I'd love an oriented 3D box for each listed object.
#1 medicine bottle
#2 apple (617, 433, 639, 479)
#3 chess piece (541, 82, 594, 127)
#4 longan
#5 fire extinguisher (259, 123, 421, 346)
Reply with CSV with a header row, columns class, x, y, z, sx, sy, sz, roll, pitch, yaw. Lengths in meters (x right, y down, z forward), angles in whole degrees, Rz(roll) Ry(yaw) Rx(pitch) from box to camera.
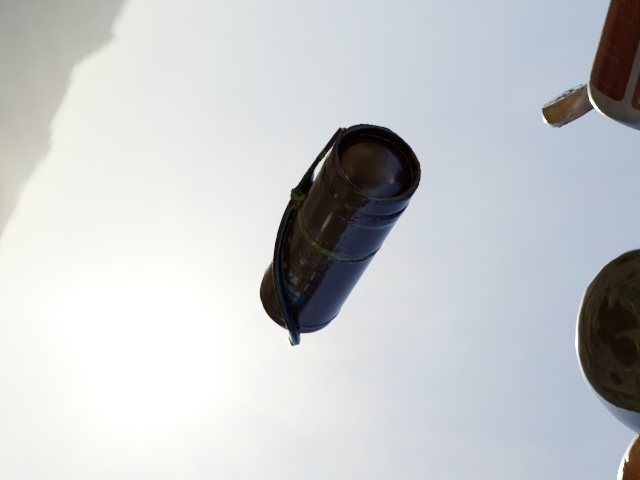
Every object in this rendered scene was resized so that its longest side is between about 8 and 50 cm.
class,x,y,z,sx,sy,sz,roll,pitch,yaw
medicine bottle,0.354,-0.237,1.639,0.131,0.131,0.250,-89,-170,-64
apple,0.494,0.306,1.997,0.251,0.271,0.206,65,23,-64
chess piece,0.362,-0.196,2.409,0.083,0.038,0.083,-30,-171,5
longan,0.395,0.116,1.824,0.215,0.246,0.246,-46,-161,28
fire extinguisher,0.000,0.000,1.768,0.341,0.105,0.141,122,-32,-53
